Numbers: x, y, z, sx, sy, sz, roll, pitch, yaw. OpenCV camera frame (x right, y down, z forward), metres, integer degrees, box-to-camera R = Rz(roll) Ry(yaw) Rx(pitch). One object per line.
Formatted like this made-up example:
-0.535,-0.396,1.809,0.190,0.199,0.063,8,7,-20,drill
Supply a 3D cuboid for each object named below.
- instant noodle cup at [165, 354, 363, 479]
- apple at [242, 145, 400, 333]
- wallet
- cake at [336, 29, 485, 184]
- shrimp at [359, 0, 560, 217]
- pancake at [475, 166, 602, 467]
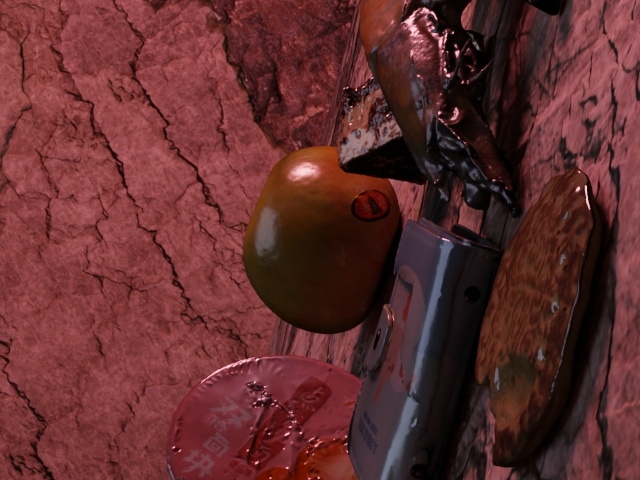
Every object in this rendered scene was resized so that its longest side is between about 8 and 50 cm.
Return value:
-0.046,0.282,1.433,0.243,0.242,0.231,-81,1,-46,instant noodle cup
0.000,0.000,1.875,0.261,0.193,0.261,18,-90,-89,apple
0.093,0.110,1.264,0.176,0.075,0.251,-135,60,-77,wallet
0.142,-0.152,1.636,0.246,0.135,0.112,-23,59,46,cake
0.148,-0.203,1.306,0.272,0.085,0.445,-47,36,34,shrimp
0.154,0.050,0.996,0.235,0.029,0.212,-83,10,-56,pancake
